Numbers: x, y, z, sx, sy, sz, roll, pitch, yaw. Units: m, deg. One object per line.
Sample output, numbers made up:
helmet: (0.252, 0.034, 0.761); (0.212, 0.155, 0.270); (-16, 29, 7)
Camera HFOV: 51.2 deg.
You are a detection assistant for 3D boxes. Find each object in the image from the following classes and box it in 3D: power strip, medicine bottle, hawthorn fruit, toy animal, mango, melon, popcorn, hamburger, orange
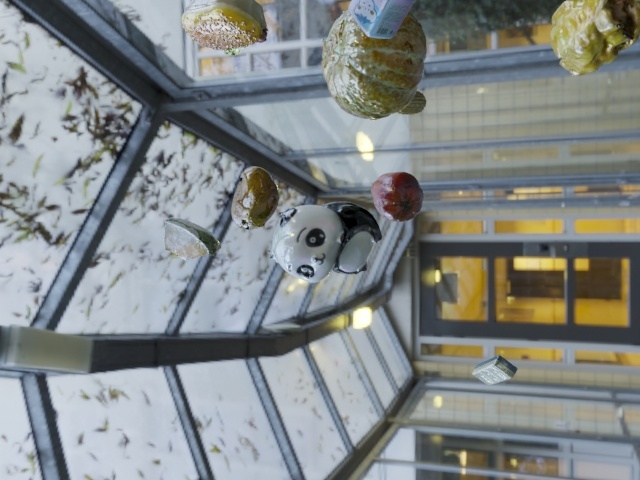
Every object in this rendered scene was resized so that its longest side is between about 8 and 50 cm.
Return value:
power strip: (0.412, 0.312, 1.591); (0.032, 0.056, 0.123); (-52, -2, -26)
medicine bottle: (0.157, -0.584, 1.571); (0.094, 0.188, 0.119); (-9, -123, -36)
hawthorn fruit: (0.252, -0.144, 2.187); (0.179, 0.173, 0.173); (174, 96, -78)
toy animal: (0.000, 0.000, 2.038); (0.310, 0.251, 0.251); (1, -92, -35)
mango: (-0.206, -0.132, 2.108); (0.248, 0.151, 0.156); (-84, -8, -51)
melon: (-0.327, 0.015, 1.795); (0.202, 0.139, 0.093); (23, -85, -48)
popcorn: (0.627, -0.491, 1.476); (0.253, 0.190, 0.191); (134, 132, -57)
hamburger: (-0.227, -0.520, 1.599); (0.173, 0.210, 0.116); (14, -95, -54)
orange: (0.140, -0.498, 1.849); (0.249, 0.329, 0.329); (7, -100, -29)

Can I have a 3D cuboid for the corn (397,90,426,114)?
corn: (0.282, -0.442, 2.147); (0.238, 0.080, 0.080); (-27, -64, -61)
